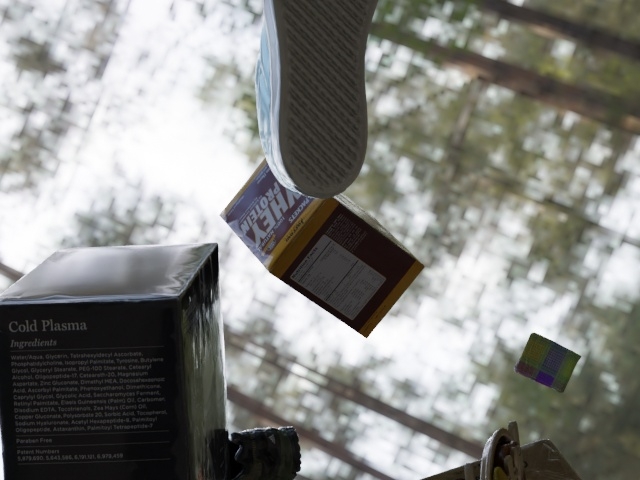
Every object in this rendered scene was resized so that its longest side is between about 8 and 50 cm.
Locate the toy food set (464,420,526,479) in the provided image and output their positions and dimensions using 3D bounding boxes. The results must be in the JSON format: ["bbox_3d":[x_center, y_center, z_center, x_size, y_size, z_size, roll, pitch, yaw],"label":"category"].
[{"bbox_3d":[0.177,0.234,1.691,0.192,0.038,0.132,-25,-72,-70],"label":"toy food set"}]

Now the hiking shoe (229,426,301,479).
[{"bbox_3d":[-0.120,0.286,2.247,0.114,0.086,0.227,14,-45,-30],"label":"hiking shoe"}]

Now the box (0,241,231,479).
[{"bbox_3d":[-0.194,0.180,1.841,0.343,0.179,0.312,-74,-20,-81],"label":"box"}]

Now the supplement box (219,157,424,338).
[{"bbox_3d":[0.000,0.000,2.545,0.194,0.191,0.129,36,-84,-34],"label":"supplement box"}]

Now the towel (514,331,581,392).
[{"bbox_3d":[0.302,0.162,2.498,0.009,0.083,0.060,27,-92,-56],"label":"towel"}]

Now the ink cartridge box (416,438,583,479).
[{"bbox_3d":[0.149,0.329,1.920,0.234,0.088,0.193,-16,-54,-18],"label":"ink cartridge box"}]

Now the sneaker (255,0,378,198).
[{"bbox_3d":[-0.017,-0.228,2.007,0.135,0.150,0.366,8,-91,-20],"label":"sneaker"}]
